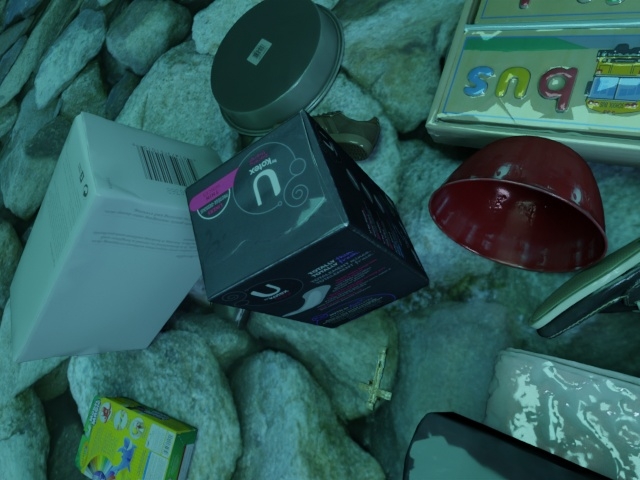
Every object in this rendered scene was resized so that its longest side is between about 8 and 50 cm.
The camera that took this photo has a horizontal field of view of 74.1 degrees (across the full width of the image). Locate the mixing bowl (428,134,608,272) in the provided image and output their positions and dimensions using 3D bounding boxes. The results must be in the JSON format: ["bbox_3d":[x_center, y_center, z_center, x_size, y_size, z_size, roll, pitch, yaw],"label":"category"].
[{"bbox_3d":[0.225,-0.051,0.471,0.182,0.181,0.098,17,70,32],"label":"mixing bowl"}]

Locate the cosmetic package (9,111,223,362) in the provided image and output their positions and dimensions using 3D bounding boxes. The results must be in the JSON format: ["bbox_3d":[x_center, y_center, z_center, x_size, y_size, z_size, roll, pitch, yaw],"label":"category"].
[{"bbox_3d":[-0.315,0.023,0.661,0.385,0.217,0.156,-45,57,29],"label":"cosmetic package"}]

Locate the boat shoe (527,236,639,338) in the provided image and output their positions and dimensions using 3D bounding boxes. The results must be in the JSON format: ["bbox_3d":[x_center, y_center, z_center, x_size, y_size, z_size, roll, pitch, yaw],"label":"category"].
[{"bbox_3d":[0.327,0.042,0.430,0.233,0.084,0.079,-37,79,18],"label":"boat shoe"}]

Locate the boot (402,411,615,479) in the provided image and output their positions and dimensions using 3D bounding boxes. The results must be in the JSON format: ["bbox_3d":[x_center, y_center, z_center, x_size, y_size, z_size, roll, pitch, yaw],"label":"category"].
[{"bbox_3d":[0.217,0.351,0.230,0.445,0.146,0.367,17,64,25],"label":"boot"}]

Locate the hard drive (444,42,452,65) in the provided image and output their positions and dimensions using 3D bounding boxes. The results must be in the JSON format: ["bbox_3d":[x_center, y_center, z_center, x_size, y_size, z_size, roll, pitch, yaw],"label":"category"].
[{"bbox_3d":[0.291,-0.221,0.549,0.172,0.054,0.254,-37,60,15],"label":"hard drive"}]

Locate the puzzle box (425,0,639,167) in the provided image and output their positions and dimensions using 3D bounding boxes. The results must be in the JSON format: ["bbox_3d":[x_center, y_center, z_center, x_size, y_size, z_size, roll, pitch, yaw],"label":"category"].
[{"bbox_3d":[0.344,-0.212,0.447,0.409,0.052,0.272,16,87,32],"label":"puzzle box"}]

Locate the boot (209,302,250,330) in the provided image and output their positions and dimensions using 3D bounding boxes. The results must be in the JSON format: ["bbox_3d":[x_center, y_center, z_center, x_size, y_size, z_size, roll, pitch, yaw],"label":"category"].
[{"bbox_3d":[-0.177,0.050,0.718,0.198,0.077,0.137,23,91,34],"label":"boot"}]

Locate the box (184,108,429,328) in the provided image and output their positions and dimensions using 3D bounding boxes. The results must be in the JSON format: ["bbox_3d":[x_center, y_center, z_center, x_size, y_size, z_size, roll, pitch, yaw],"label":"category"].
[{"bbox_3d":[0.000,0.000,0.513,0.165,0.270,0.143,-29,63,18],"label":"box"}]

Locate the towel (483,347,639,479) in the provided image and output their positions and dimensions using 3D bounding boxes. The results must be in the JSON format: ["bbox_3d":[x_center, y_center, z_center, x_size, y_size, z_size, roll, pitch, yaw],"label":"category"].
[{"bbox_3d":[0.288,0.288,0.352,0.317,0.053,0.331,8,69,27],"label":"towel"}]

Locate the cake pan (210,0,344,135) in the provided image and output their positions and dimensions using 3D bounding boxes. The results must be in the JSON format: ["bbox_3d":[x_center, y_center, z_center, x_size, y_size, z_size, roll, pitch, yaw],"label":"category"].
[{"bbox_3d":[-0.097,-0.343,0.808,0.293,0.054,0.293,-10,70,27],"label":"cake pan"}]

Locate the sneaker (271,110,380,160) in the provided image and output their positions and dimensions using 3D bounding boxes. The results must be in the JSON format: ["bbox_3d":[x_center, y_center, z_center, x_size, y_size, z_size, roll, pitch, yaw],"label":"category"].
[{"bbox_3d":[0.010,-0.178,0.699,0.188,0.066,0.071,17,67,27],"label":"sneaker"}]

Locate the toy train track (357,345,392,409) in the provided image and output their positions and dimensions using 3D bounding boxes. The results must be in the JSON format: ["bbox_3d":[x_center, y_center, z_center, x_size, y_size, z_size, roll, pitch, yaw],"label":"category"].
[{"bbox_3d":[0.074,0.183,0.565,0.048,0.014,0.083,9,78,31],"label":"toy train track"}]

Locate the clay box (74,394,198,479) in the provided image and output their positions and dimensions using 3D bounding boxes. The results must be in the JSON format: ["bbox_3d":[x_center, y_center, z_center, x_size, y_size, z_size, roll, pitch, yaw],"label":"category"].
[{"bbox_3d":[-0.314,0.346,0.707,0.222,0.053,0.127,6,77,32],"label":"clay box"}]
